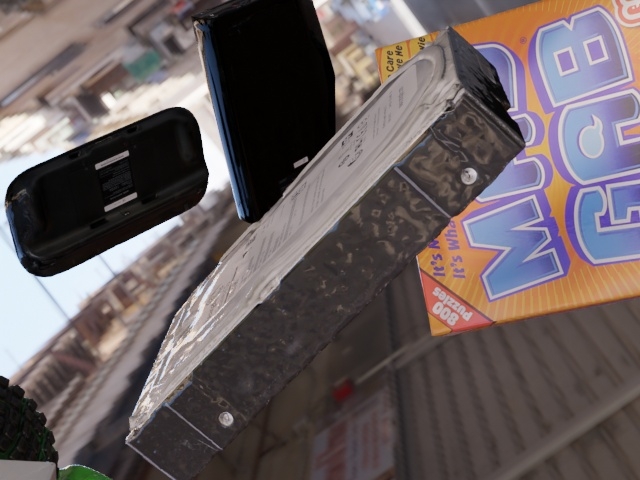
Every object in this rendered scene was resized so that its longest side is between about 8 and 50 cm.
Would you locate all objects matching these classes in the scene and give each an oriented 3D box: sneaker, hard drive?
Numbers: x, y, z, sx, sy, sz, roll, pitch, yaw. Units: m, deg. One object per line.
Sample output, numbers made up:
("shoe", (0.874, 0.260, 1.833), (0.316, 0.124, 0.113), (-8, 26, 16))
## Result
("sneaker", (-0.463, 0.212, 1.384), (0.343, 0.146, 0.134), (37, -148, -5))
("hard drive", (0.000, 0.000, 0.859), (0.064, 0.339, 0.237), (40, -162, -10))

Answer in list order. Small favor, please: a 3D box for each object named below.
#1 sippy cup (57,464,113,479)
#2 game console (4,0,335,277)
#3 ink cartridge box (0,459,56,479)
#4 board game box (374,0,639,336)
("sippy cup", (-0.300, 0.432, 1.416), (0.305, 0.224, 0.240), (14, 138, 38))
("game console", (-0.128, -0.091, 1.078), (0.044, 0.361, 0.213), (21, 131, 47))
("ink cartridge box", (-0.242, 0.245, 0.831), (0.061, 0.104, 0.181), (-87, 2, -64))
("board game box", (0.321, -0.092, 1.481), (0.356, 0.356, 0.356), (3, -105, -69))
